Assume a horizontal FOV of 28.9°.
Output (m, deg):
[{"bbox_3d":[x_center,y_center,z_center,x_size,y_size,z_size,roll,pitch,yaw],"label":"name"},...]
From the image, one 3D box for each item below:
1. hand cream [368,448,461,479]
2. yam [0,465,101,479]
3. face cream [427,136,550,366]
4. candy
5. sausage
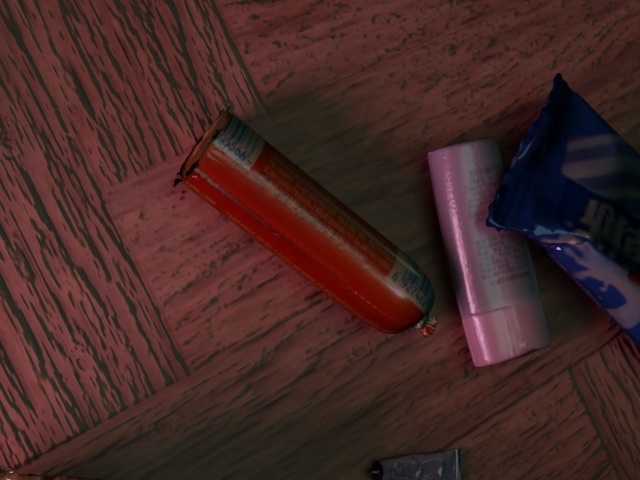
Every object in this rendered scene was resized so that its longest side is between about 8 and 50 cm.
[{"bbox_3d":[0.082,0.198,1.082,0.093,0.019,0.030,3,79,-30],"label":"hand cream"},{"bbox_3d":[-0.203,0.307,0.845,0.195,0.195,0.300,16,76,-21],"label":"yam"},{"bbox_3d":[0.149,0.010,1.115,0.084,0.057,0.198,-12,89,-28],"label":"face cream"},{"bbox_3d":[0.292,0.012,1.157,0.331,0.077,0.187,43,58,-24],"label":"candy"},{"bbox_3d":[0.000,0.000,1.039,0.264,0.083,0.083,39,69,-16],"label":"sausage"}]
